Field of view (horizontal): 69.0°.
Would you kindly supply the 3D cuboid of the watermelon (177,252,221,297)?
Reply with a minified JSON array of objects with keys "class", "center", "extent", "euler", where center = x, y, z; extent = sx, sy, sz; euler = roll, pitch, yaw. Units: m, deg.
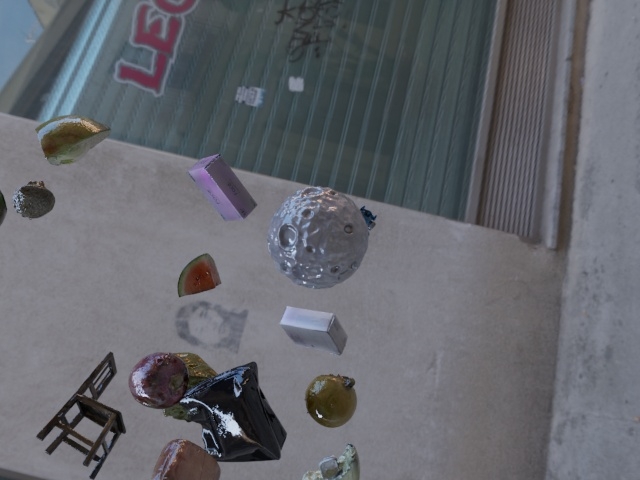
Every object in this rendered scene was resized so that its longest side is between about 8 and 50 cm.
[{"class":"watermelon","center":[-0.451,0.140,1.786],"extent":[0.193,0.137,0.145],"euler":[-56,3,3]}]

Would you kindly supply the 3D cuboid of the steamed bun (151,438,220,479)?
[{"class":"steamed bun","center":[-0.325,0.572,1.103],"extent":[0.175,0.106,0.145],"euler":[57,-157,-25]}]

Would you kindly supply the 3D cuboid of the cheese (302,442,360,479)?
[{"class":"cheese","center":[0.040,0.543,0.996],"extent":[0.050,0.127,0.235],"euler":[-123,16,-63]}]

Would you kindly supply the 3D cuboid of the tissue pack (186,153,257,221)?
[{"class":"tissue pack","center":[-0.368,-0.194,1.749],"extent":[0.148,0.246,0.092],"euler":[-2,41,48]}]

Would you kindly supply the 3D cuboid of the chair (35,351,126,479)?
[{"class":"chair","center":[-0.914,0.721,1.950],"extent":[0.203,0.240,0.416],"euler":[104,-167,-45]}]

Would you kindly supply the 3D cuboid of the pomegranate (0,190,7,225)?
[{"class":"pomegranate","center":[-1.087,-0.130,1.370],"extent":[0.236,0.235,0.302],"euler":[-76,-24,-44]}]

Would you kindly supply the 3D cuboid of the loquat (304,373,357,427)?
[{"class":"loquat","center":[0.041,0.513,1.519],"extent":[0.204,0.172,0.149],"euler":[-49,-15,17]}]

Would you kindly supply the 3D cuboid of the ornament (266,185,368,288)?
[{"class":"ornament","center":[0.000,0.000,1.524],"extent":[0.337,0.337,0.337],"euler":[13,-90,-89]}]

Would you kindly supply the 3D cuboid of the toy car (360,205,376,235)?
[{"class":"toy car","center":[0.155,-0.065,1.953],"extent":[0.161,0.126,0.098],"euler":[-52,2,3]}]

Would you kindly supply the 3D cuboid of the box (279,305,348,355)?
[{"class":"box","center":[-0.028,0.401,2.073],"extent":[0.203,0.251,0.106],"euler":[61,-138,-45]}]

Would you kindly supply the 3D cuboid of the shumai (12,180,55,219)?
[{"class":"shumai","center":[-1.055,-0.162,1.710],"extent":[0.116,0.145,0.146],"euler":[47,140,35]}]

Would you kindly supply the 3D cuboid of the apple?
[{"class":"apple","center":[-0.706,-0.301,1.333],"extent":[0.120,0.193,0.265],"euler":[63,162,-15]}]

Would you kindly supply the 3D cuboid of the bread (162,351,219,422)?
[{"class":"bread","center":[-0.509,0.547,1.751],"extent":[0.252,0.238,0.196],"euler":[25,103,60]}]

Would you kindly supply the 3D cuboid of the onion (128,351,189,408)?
[{"class":"onion","center":[-0.467,0.391,1.304],"extent":[0.159,0.194,0.160],"euler":[20,-114,-56]}]

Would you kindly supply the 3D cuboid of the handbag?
[{"class":"handbag","center":[-0.287,0.575,1.500],"extent":[0.152,0.287,0.342],"euler":[-61,-47,-72]}]
